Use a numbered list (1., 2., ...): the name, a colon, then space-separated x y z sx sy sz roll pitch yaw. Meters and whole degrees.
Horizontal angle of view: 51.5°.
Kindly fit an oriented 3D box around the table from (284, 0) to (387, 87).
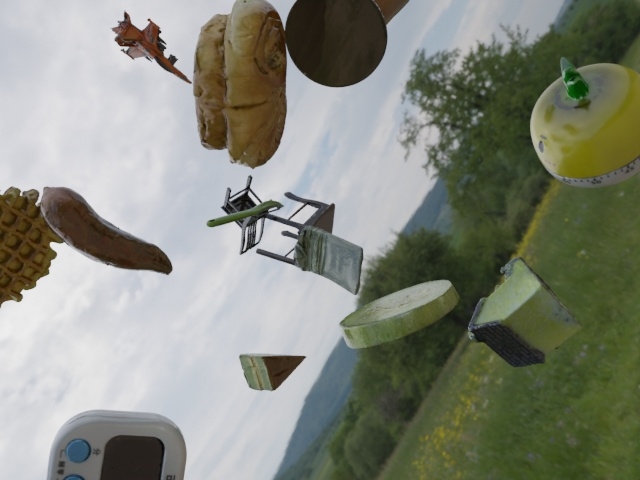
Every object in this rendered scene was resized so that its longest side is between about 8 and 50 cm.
1. table: 0.042 -0.384 1.150 0.227 0.167 0.167 -73 3 -55

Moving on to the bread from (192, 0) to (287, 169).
1. bread: -0.108 -0.227 0.955 0.198 0.120 0.236 -78 -8 -63

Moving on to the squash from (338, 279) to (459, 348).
1. squash: 0.163 0.143 1.351 0.252 0.049 0.252 -24 3 1

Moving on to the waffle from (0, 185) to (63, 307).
1. waffle: -0.719 0.017 1.470 0.309 0.065 0.283 -23 -58 -46

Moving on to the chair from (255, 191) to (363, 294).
1. chair: 0.000 0.000 1.795 0.186 0.319 0.160 -42 -35 -53

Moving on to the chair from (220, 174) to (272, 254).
1. chair: -0.198 -0.059 1.712 0.084 0.101 0.212 -34 -16 -30

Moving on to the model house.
1. model house: 0.463 0.186 1.552 0.211 0.194 0.170 -44 25 12

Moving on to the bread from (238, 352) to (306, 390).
1. bread: -0.100 0.249 1.421 0.139 0.074 0.084 -37 -62 -51

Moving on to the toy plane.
1. toy plane: -0.339 -0.392 1.364 0.135 0.188 0.062 -25 45 49

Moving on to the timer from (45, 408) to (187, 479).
1. timer: -0.370 0.438 1.200 0.087 0.237 0.262 -164 82 -74

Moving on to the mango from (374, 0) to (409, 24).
1. mango: 0.102 -0.569 1.508 0.254 0.175 0.139 -50 23 -19

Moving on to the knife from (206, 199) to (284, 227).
1. knife: -0.145 -0.055 1.309 0.184 0.022 0.026 -19 -63 -36

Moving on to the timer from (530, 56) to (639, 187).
1. timer: 0.561 -0.273 1.392 0.285 0.285 0.285 -57 -12 -19

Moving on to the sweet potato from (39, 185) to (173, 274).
1. sweet potato: -0.416 0.000 1.280 0.097 0.292 0.097 -42 25 25
